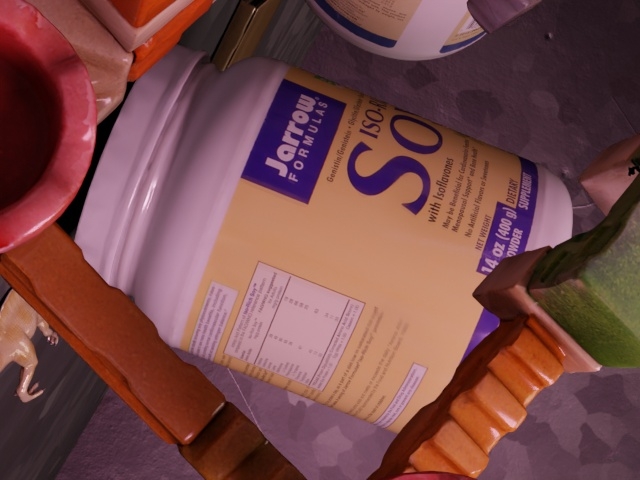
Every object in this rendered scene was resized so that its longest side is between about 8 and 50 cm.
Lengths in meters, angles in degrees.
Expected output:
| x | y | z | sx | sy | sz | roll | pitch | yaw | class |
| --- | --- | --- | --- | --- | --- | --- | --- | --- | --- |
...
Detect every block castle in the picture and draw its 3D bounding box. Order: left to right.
| x | y | z | sx | sy | sz | roll | pitch | yaw | class |
| --- | --- | --- | --- | --- | --- | --- | --- | --- | --- |
| 0.075 | -0.085 | 0.411 | 0.453 | 0.303 | 0.213 | -45 | -176 | -15 | block castle |

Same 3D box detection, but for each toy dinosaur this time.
| x | y | z | sx | sy | sz | roll | pitch | yaw | class |
| --- | --- | --- | --- | --- | --- | --- | --- | --- | --- |
| -0.232 | 0.076 | 0.789 | 0.093 | 0.053 | 0.183 | 101 | 5 | -47 | toy dinosaur |

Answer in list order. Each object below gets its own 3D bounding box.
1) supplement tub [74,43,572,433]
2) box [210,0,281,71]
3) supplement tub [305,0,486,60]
| x | y | z | sx | sy | sz | roll | pitch | yaw | class |
| --- | --- | --- | --- | --- | --- | --- | --- | --- | --- |
| 0.000 | 0.000 | 0.829 | 0.241 | 0.331 | 0.241 | -159 | -90 | -88 | supplement tub |
| -0.098 | -0.195 | 1.162 | 0.201 | 0.021 | 0.164 | -58 | -177 | 29 | box |
| 0.108 | -0.317 | 0.892 | 0.228 | 0.228 | 0.316 | -61 | -177 | -23 | supplement tub |
